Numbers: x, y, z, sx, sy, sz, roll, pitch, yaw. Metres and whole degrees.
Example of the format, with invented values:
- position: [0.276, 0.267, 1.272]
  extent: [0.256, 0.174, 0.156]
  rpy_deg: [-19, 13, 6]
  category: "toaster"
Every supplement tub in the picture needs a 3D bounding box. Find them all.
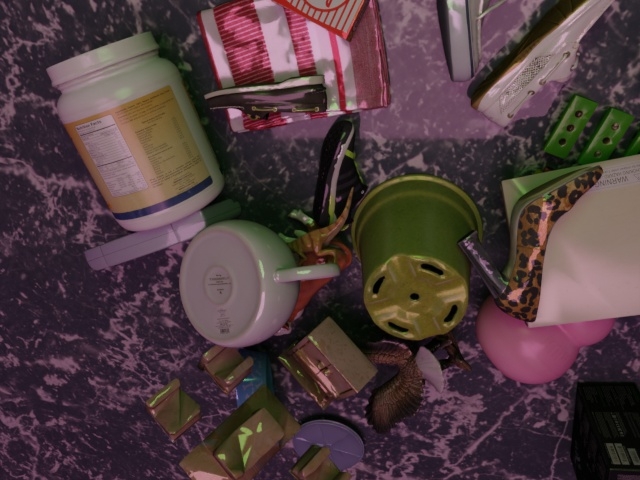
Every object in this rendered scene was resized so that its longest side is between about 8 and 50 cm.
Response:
- position: [-0.338, -0.202, 0.976]
  extent: [0.228, 0.228, 0.316]
  rpy_deg: [-13, 115, 17]
  category: "supplement tub"

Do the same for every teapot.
- position: [-0.125, 0.076, 0.990]
  extent: [0.256, 0.187, 0.252]
  rpy_deg: [42, 113, 27]
  category: "teapot"

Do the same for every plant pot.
- position: [0.183, 0.046, 1.000]
  extent: [0.276, 0.254, 0.276]
  rpy_deg: [4, 119, 8]
  category: "plant pot"

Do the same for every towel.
- position: [-0.047, -0.336, 0.959]
  extent: [0.329, 0.037, 0.237]
  rpy_deg: [-7, 116, 14]
  category: "towel"

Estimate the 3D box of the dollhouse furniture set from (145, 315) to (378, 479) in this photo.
- position: [-0.103, 0.369, 1.094]
  extent: [0.362, 0.394, 0.256]
  rpy_deg: [47, 151, 7]
  category: "dollhouse furniture set"

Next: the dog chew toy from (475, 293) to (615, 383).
- position: [0.478, 0.136, 1.034]
  extent: [0.332, 0.206, 0.206]
  rpy_deg: [-41, 105, 19]
  category: "dog chew toy"

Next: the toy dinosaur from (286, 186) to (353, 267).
- position: [0.000, 0.000, 1.017]
  extent: [0.211, 0.064, 0.112]
  rpy_deg: [-29, 100, 18]
  category: "toy dinosaur"

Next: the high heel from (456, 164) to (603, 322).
- position: [0.388, 0.009, 0.872]
  extent: [0.261, 0.093, 0.186]
  rpy_deg: [-35, 90, 13]
  category: "high heel"

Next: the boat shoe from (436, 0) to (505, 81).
- position: [0.260, -0.440, 0.801]
  extent: [0.156, 0.136, 0.367]
  rpy_deg: [-5, 108, 10]
  category: "boat shoe"

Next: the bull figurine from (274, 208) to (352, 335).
- position: [-0.069, 0.080, 1.153]
  extent: [0.188, 0.101, 0.310]
  rpy_deg: [40, 116, -10]
  category: "bull figurine"

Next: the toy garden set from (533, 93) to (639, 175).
- position: [0.522, -0.135, 0.958]
  extent: [0.244, 0.049, 0.204]
  rpy_deg: [20, 118, -2]
  category: "toy garden set"

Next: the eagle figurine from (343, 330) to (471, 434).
- position: [0.176, 0.288, 1.177]
  extent: [0.298, 0.226, 0.225]
  rpy_deg: [-25, 132, 16]
  category: "eagle figurine"

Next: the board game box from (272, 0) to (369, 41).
- position: [0.026, -0.450, 0.848]
  extent: [0.147, 0.045, 0.193]
  rpy_deg: [29, 110, 4]
  category: "board game box"

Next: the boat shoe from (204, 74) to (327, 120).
- position: [-0.101, -0.253, 0.947]
  extent: [0.228, 0.081, 0.068]
  rpy_deg: [-4, 111, 12]
  category: "boat shoe"

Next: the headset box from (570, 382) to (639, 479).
- position: [0.666, 0.510, 1.169]
  extent: [0.131, 0.246, 0.283]
  rpy_deg: [-3, 117, 13]
  category: "headset box"

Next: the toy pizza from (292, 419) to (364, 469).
- position: [0.022, 0.563, 1.443]
  extent: [0.201, 0.032, 0.201]
  rpy_deg: [5, 120, 8]
  category: "toy pizza"

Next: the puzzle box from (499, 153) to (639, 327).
- position: [0.544, -0.009, 0.897]
  extent: [0.409, 0.052, 0.272]
  rpy_deg: [-9, 87, 14]
  category: "puzzle box"

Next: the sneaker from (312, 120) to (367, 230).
- position: [0.049, -0.128, 1.046]
  extent: [0.097, 0.084, 0.234]
  rpy_deg: [2, 123, -18]
  category: "sneaker"

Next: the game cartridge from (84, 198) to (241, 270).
- position: [-0.334, -0.012, 1.096]
  extent: [0.297, 0.198, 0.062]
  rpy_deg: [-17, 102, 19]
  category: "game cartridge"

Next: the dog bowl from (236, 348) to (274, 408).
- position: [-0.159, 0.409, 1.324]
  extent: [0.074, 0.166, 0.297]
  rpy_deg: [-4, 118, -1]
  category: "dog bowl"

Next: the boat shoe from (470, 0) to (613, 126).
- position: [0.382, -0.305, 0.865]
  extent: [0.096, 0.098, 0.277]
  rpy_deg: [37, 128, -11]
  category: "boat shoe"
